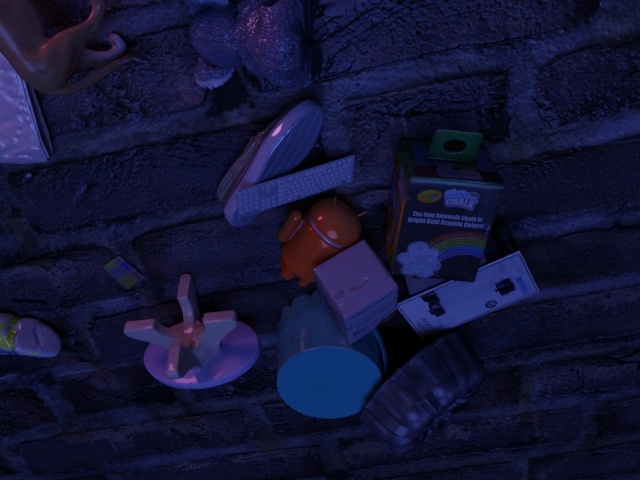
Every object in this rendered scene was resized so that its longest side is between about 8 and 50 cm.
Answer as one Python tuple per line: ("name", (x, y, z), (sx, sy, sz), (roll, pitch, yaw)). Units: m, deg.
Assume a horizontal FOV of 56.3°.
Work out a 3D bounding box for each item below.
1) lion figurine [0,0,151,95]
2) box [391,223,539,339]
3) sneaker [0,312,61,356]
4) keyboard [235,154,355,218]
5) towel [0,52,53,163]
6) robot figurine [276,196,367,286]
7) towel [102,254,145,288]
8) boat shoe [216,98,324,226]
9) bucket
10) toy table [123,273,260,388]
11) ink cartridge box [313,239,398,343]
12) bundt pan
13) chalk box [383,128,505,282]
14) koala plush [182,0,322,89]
("lion figurine", (-0.492, -0.349, 0.949), (0.392, 0.142, 0.240), (40, 72, -19))
("box", (0.317, 0.099, 1.337), (0.289, 0.087, 0.169), (-25, 133, 16))
("sneaker", (-0.755, 0.237, 1.451), (0.240, 0.091, 0.126), (25, 139, -17))
("keyboard", (-0.046, -0.108, 1.179), (0.256, 0.014, 0.072), (-20, 146, -20))
("towel", (-0.699, -0.284, 1.101), (0.331, 0.053, 0.317), (-1, 124, -1))
("robot figurine", (0.002, 0.000, 1.261), (0.158, 0.128, 0.219), (44, 118, 6))
("towel", (-0.452, 0.074, 1.374), (0.060, 0.009, 0.083), (-32, 118, 20))
("boat shoe", (-0.111, -0.162, 1.164), (0.302, 0.094, 0.109), (-50, 154, 21))
("bucket", (0.022, 0.272, 1.411), (0.281, 0.183, 0.281), (0, 126, 0))
("toy table", (-0.290, 0.220, 1.358), (0.274, 0.252, 0.161), (-16, 141, 0))
("ink cartridge box", (0.075, 0.109, 1.240), (0.128, 0.127, 0.176), (-30, 155, -10))
("bundt pan", (0.255, 0.370, 1.409), (0.330, 0.124, 0.331), (-30, 150, -20))
("chalk box", (0.236, -0.089, 1.173), (0.180, 0.179, 0.289), (5, 123, -4))
("koala plush", (-0.122, -0.344, 0.999), (0.221, 0.203, 0.196), (5, 125, 10))
